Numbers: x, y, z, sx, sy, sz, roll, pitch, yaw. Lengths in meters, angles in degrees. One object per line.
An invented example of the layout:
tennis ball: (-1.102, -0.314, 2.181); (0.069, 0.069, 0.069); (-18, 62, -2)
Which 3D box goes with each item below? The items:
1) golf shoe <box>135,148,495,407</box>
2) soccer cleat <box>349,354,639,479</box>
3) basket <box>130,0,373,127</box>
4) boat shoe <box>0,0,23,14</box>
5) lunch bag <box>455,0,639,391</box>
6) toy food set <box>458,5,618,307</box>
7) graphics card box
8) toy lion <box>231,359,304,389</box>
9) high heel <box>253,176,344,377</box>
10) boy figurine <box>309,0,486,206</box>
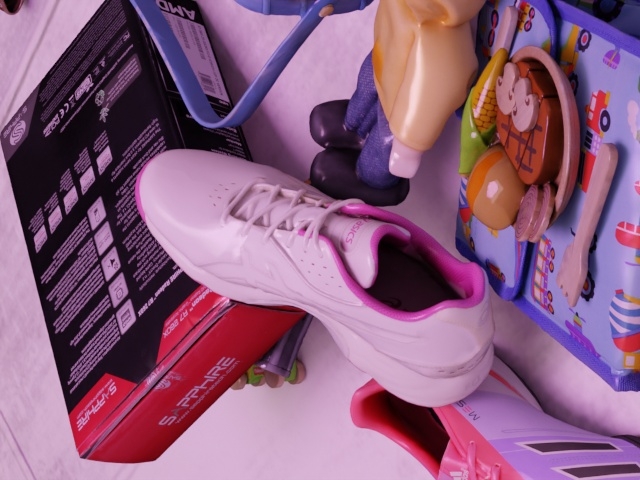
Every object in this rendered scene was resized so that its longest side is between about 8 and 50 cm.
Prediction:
golf shoe: (0.000, 0.000, 1.238); (0.306, 0.115, 0.140); (28, 152, 10)
soccer cleat: (0.157, 0.177, 1.243); (0.318, 0.116, 0.108); (33, 128, 41)
basket: (-0.061, -0.265, 1.285); (0.289, 0.201, 0.254); (-49, 65, 37)
boat shoe: (-0.313, -0.310, 1.712); (0.066, 0.066, 0.183); (47, 146, 24)
lunch bag: (0.183, -0.061, 1.140); (0.293, 0.138, 0.221); (36, 128, 57)
toy food set: (0.126, -0.060, 1.077); (0.192, 0.039, 0.132); (-115, 29, -51)
graphics card box: (-0.159, -0.020, 1.469); (0.233, 0.094, 0.371); (-46, 49, 32)
toy lion: (-0.060, 0.090, 1.564); (0.100, 0.034, 0.096); (-9, 89, 53)
high heel: (-0.055, 0.006, 1.494); (0.261, 0.093, 0.186); (21, 88, 59)
boy figurine: (0.061, -0.132, 1.208); (0.285, 0.092, 0.177); (111, 162, -58)
